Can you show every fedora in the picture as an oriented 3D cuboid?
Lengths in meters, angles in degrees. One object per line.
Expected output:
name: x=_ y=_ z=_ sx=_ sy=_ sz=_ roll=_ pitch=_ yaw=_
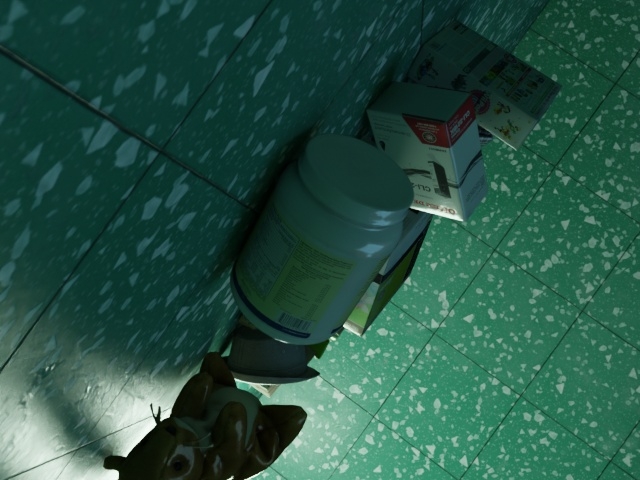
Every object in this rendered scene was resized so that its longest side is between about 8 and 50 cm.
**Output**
fedora: x=-0.127 y=0.276 z=1.950 sx=0.276 sy=0.244 sz=0.124 roll=0 pitch=99 yaw=-45

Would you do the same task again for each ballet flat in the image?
ballet flat: x=-0.148 y=0.187 z=1.888 sx=0.073 sy=0.067 sz=0.206 roll=-56 pitch=172 yaw=10

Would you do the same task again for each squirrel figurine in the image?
squirrel figurine: x=-0.286 y=0.482 z=1.646 sx=0.397 sy=0.281 sz=0.370 roll=-60 pitch=164 yaw=24

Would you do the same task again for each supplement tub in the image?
supplement tub: x=0.000 y=0.000 z=1.343 sx=0.235 sy=0.235 sz=0.324 roll=-43 pitch=167 yaw=-54

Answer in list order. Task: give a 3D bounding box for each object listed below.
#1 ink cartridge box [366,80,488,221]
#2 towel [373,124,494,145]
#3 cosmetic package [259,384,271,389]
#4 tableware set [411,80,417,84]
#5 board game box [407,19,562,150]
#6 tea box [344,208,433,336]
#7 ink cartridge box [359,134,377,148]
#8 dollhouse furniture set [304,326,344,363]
ink cartridge box: x=0.234 y=-0.189 z=1.647 sx=0.114 sy=0.197 sz=0.272 roll=-50 pitch=138 yaw=-28
towel: x=0.274 y=-0.232 z=1.926 sx=0.284 sy=0.121 sz=0.235 roll=-8 pitch=150 yaw=-19
cosmetic package: x=-0.169 y=0.392 z=2.415 sx=0.153 sy=0.129 sz=0.296 roll=-53 pitch=173 yaw=-13
tableware set: x=0.267 y=-0.364 z=1.808 sx=0.194 sy=0.128 sz=0.039 roll=-50 pitch=154 yaw=-43
board game box: x=0.382 y=-0.367 z=1.770 sx=0.224 sy=0.303 sz=0.097 roll=-45 pitch=167 yaw=-47
tea box: x=0.132 y=0.022 z=2.104 sx=0.329 sy=0.220 sz=0.323 roll=-45 pitch=157 yaw=-46
ink cartridge box: x=0.103 y=-0.164 z=1.767 sx=0.090 sy=0.092 sz=0.143 roll=-52 pitch=172 yaw=-21
dollhouse furniture set: x=-0.065 y=0.268 z=2.231 sx=0.151 sy=0.198 sz=0.301 roll=-52 pitch=175 yaw=10
